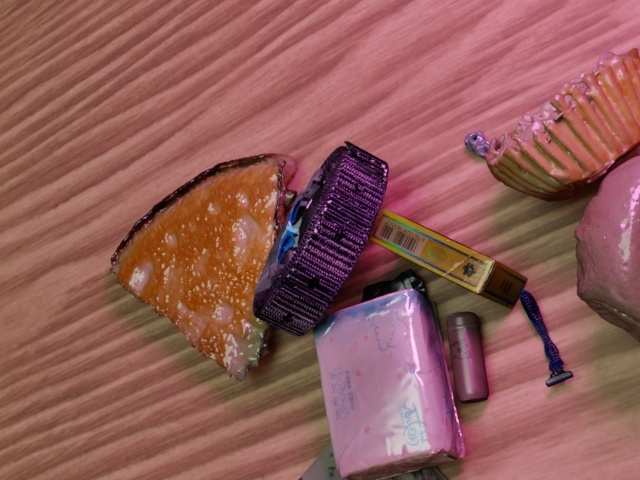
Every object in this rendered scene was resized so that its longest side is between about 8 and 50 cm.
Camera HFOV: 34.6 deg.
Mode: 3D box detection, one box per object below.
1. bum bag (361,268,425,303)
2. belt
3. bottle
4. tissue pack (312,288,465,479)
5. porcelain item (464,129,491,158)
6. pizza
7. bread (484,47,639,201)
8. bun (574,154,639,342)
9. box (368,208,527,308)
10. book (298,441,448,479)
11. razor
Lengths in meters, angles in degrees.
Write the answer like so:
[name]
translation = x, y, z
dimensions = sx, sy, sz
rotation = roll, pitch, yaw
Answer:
[bum bag]
translation = 0.119, 0.089, 1.725
dimensions = 0.124, 0.034, 0.058
rotation = -20, 77, 27
[belt]
translation = 0.000, 0.000, 1.697
dimensions = 0.325, 0.122, 0.260
rotation = -65, 12, -10
[bottle]
translation = 0.232, 0.184, 1.618
dimensions = 0.053, 0.053, 0.140
rotation = -16, 69, 28
[tissue pack]
translation = 0.104, 0.232, 1.634
dimensions = 0.201, 0.124, 0.271
rotation = -21, 65, 24
[porcelain item]
translation = 0.269, -0.152, 1.695
dimensions = 0.036, 0.028, 0.083
rotation = -42, 57, -3
[pizza]
translation = -0.182, -0.004, 1.916
dimensions = 0.435, 0.080, 0.392
rotation = 33, 96, 33
[bread]
translation = 0.373, -0.155, 1.504
dimensions = 0.274, 0.274, 0.149
rotation = -35, 84, 21
[bun]
translation = 0.465, 0.020, 1.412
dimensions = 0.205, 0.281, 0.282
rotation = 141, 132, -70
[box]
translation = 0.201, 0.029, 1.624
dimensions = 0.220, 0.141, 0.064
rotation = 29, 93, 35
[book]
translation = 0.054, 0.449, 1.686
dimensions = 0.322, 0.018, 0.228
rotation = -52, 57, 11
[razor]
translation = 0.340, 0.147, 1.573
dimensions = 0.044, 0.028, 0.155
rotation = -30, 65, 23
